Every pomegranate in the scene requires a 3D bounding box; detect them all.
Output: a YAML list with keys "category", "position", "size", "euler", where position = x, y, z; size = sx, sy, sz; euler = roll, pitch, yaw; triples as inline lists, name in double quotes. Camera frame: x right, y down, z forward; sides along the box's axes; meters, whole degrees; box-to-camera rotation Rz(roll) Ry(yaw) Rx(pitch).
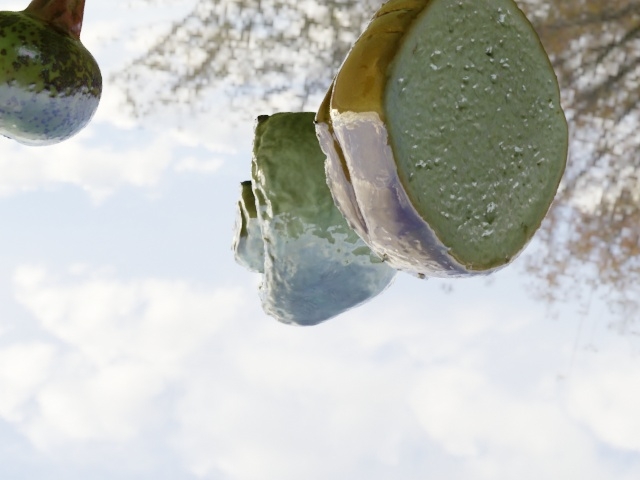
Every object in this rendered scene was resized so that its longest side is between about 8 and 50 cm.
- category: "pomegranate"
  position: [-0.388, -0.253, 1.637]
  size: [0.214, 0.248, 0.214]
  euler: [24, 174, 3]

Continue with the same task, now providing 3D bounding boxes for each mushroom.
- category: "mushroom"
  position: [0.007, 0.002, 1.264]
  size: [0.190, 0.267, 0.164]
  euler: [0, -130, -12]

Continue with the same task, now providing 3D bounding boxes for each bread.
- category: "bread"
  position: [0.097, -0.081, 0.893]
  size: [0.070, 0.236, 0.236]
  euler: [-2, -170, 44]
